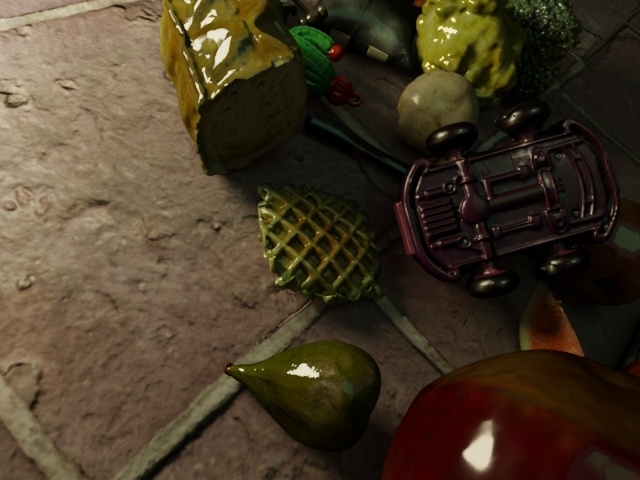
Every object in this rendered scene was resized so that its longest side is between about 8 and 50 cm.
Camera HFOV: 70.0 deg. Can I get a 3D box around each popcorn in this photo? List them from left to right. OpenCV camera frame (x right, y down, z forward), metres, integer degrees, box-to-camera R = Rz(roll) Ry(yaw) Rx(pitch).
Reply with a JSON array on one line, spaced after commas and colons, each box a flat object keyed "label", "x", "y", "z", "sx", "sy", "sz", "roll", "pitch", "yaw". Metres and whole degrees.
[{"label": "popcorn", "x": 0.323, "y": -0.408, "z": 0.999, "sx": 0.242, "sy": 0.235, "sz": 0.250, "roll": -1, "pitch": 101, "yaw": -20}]

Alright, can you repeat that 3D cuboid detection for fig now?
[{"label": "fig", "x": -0.015, "y": 0.167, "z": 0.565, "sx": 0.185, "sy": 0.133, "sz": 0.126, "roll": 33, "pitch": 59, "yaw": 23}]

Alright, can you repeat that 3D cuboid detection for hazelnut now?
[{"label": "hazelnut", "x": 0.256, "y": 0.298, "z": 0.465, "sx": 0.430, "sy": 0.402, "sz": 0.401, "roll": 7, "pitch": 59, "yaw": -21}]

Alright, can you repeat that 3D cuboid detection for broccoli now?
[{"label": "broccoli", "x": 0.541, "y": -0.467, "z": 1.134, "sx": 0.246, "sy": 0.288, "sz": 0.248, "roll": 9, "pitch": 19, "yaw": -35}]

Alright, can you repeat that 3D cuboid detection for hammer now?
[{"label": "hammer", "x": -0.075, "y": -0.527, "z": 0.969, "sx": 0.058, "sy": 0.029, "sz": 0.292, "roll": -33, "pitch": 56, "yaw": -2}, {"label": "hammer", "x": 0.098, "y": -0.156, "z": 0.854, "sx": 0.290, "sy": 0.037, "sz": 0.137, "roll": 25, "pitch": 53, "yaw": -8}]

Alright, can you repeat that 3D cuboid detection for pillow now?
[{"label": "pillow", "x": 0.100, "y": -0.473, "z": 0.999, "sx": 0.250, "sy": 0.106, "sz": 0.185, "roll": 20, "pitch": 52, "yaw": -7}]

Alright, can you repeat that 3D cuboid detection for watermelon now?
[{"label": "watermelon", "x": 0.376, "y": 0.189, "z": 0.716, "sx": 0.063, "sy": 0.119, "sz": 0.245, "roll": -1, "pitch": 61, "yaw": -11}]

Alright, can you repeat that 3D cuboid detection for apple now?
[{"label": "apple", "x": 0.519, "y": 0.022, "z": 0.834, "sx": 0.188, "sy": 0.188, "sz": 0.173, "roll": 32, "pitch": 57, "yaw": -3}]

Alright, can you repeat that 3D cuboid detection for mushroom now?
[{"label": "mushroom", "x": 0.230, "y": -0.251, "z": 0.909, "sx": 0.166, "sy": 0.127, "sz": 0.166, "roll": 0, "pitch": 92, "yaw": -11}]

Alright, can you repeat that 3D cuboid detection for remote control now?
[{"label": "remote control", "x": 0.172, "y": -0.597, "z": 1.146, "sx": 0.234, "sy": 0.038, "sz": 0.098, "roll": -15, "pitch": 64, "yaw": -29}]

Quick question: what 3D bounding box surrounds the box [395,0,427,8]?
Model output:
[{"label": "box", "x": 0.180, "y": -0.625, "z": 1.089, "sx": 0.237, "sy": 0.070, "sz": 0.152, "roll": 5, "pitch": 45, "yaw": -15}]

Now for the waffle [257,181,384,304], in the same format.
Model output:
[{"label": "waffle", "x": 0.000, "y": 0.000, "z": 0.708, "sx": 0.208, "sy": 0.054, "sz": 0.214, "roll": 4, "pitch": 57, "yaw": -25}]

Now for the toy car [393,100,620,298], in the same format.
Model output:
[{"label": "toy car", "x": 0.286, "y": -0.060, "z": 0.769, "sx": 0.341, "sy": 0.240, "sz": 0.271, "roll": -14, "pitch": 88, "yaw": -1}]

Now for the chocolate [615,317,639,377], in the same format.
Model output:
[{"label": "chocolate", "x": 0.658, "y": 0.247, "z": 0.809, "sx": 0.237, "sy": 0.108, "sz": 0.234, "roll": -37, "pitch": 80, "yaw": -33}]

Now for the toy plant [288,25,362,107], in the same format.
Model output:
[{"label": "toy plant", "x": -0.034, "y": -0.337, "z": 0.866, "sx": 0.241, "sy": 0.088, "sz": 0.154, "roll": 7, "pitch": 73, "yaw": -7}]

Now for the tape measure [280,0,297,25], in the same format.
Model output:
[{"label": "tape measure", "x": -0.164, "y": -0.492, "z": 0.890, "sx": 0.179, "sy": 0.105, "sz": 0.196, "roll": -16, "pitch": 61, "yaw": -25}]

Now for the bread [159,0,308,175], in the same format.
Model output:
[{"label": "bread", "x": -0.134, "y": -0.265, "z": 0.704, "sx": 0.239, "sy": 0.196, "sz": 0.252, "roll": -33, "pitch": 64, "yaw": 6}]
